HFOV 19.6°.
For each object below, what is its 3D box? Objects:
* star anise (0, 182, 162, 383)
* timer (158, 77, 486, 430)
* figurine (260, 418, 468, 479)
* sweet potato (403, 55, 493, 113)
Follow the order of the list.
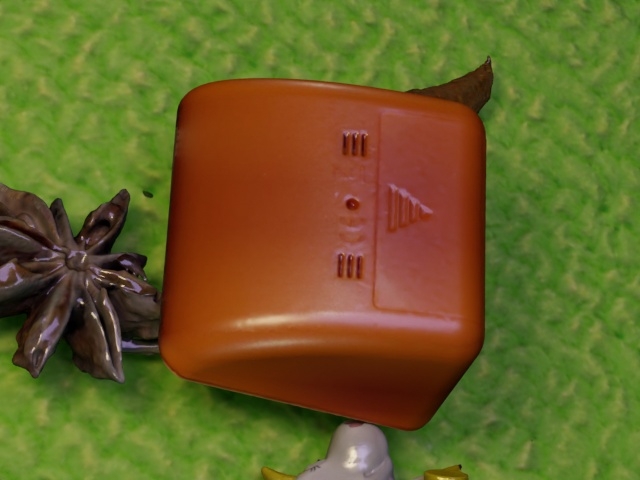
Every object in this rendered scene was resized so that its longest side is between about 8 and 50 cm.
[{"bbox_3d":[-0.194,0.042,1.487,0.231,0.089,0.209,42,45,-4],"label":"star anise"},{"bbox_3d":[0.000,0.000,1.507,0.250,0.161,0.257,8,65,-12],"label":"timer"},{"bbox_3d":[0.037,0.216,1.519,0.178,0.109,0.130,27,68,0],"label":"figurine"},{"bbox_3d":[0.061,-0.094,1.680,0.066,0.072,0.314,39,56,22],"label":"sweet potato"}]
